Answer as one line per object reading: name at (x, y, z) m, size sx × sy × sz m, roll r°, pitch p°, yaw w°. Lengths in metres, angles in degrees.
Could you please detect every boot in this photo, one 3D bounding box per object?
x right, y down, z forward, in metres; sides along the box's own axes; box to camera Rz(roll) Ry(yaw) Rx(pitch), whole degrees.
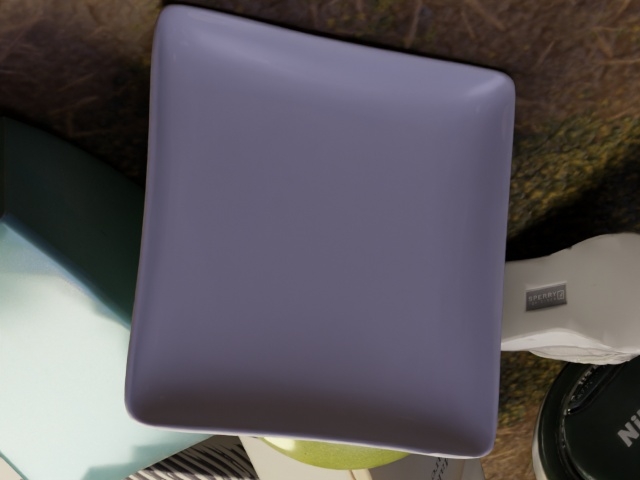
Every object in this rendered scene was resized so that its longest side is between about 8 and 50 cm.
boot at (0.236, 0.049, 1.398) m, size 0.123 × 0.095 × 0.258 m, roll 10°, pitch 172°, yaw -36°

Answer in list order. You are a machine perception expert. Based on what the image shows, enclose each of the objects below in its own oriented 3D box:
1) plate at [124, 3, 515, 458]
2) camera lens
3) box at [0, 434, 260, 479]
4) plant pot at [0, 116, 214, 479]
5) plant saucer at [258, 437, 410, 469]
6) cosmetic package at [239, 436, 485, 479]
plate at (0.000, 0.000, 1.217) m, size 0.277 × 0.278 × 0.045 m, roll 9°, pitch 169°, yaw -27°
camera lens at (0.321, 0.212, 1.571) m, size 0.219 × 0.219 × 0.274 m, roll -23°, pitch 141°, yaw 12°
box at (-0.163, 0.181, 1.486) m, size 0.275 × 0.094 × 0.113 m, roll 8°, pitch 138°, yaw -26°
plant pot at (-0.193, 0.038, 1.259) m, size 0.166 × 0.165 × 0.234 m, roll -28°, pitch 132°, yaw 16°
plant saucer at (0.026, 0.041, 1.272) m, size 0.241 × 0.241 × 0.037 m, roll 10°, pitch 168°, yaw -27°
cosmetic package at (0.041, 0.174, 1.456) m, size 0.113 × 0.160 × 0.309 m, roll 13°, pitch 151°, yaw 22°
